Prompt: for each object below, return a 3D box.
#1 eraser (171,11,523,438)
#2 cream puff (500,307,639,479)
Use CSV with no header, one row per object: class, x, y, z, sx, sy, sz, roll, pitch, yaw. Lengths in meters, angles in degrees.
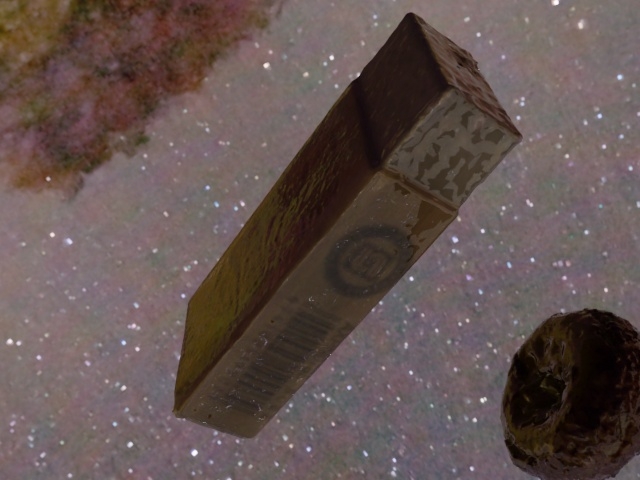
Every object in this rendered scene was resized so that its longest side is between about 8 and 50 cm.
eraser,0.000,0.000,0.550,0.343,0.078,0.144,-50,-153,28
cream puff,0.208,0.125,0.558,0.149,0.084,0.149,-61,-168,22
